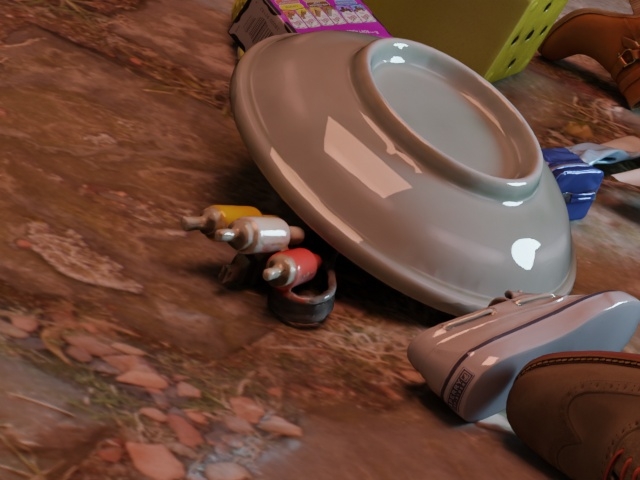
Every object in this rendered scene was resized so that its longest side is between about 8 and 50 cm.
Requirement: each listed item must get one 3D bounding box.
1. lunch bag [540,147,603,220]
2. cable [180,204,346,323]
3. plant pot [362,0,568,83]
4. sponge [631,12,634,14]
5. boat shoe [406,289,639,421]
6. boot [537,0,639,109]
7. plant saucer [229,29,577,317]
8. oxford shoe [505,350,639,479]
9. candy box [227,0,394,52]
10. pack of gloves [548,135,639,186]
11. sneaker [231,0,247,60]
[{"bbox_3d":[0.260,-0.058,2.014,0.098,0.067,0.065,-6,34,-44],"label":"lunch bag"},{"bbox_3d":[0.000,0.000,1.709,0.139,0.072,0.287,35,29,23],"label":"cable"},{"bbox_3d":[0.197,-0.315,2.369,0.187,0.212,0.212,40,30,15],"label":"plant pot"},{"bbox_3d":[0.500,-0.226,2.495,0.210,0.031,0.117,45,-7,44],"label":"sponge"},{"bbox_3d":[0.182,0.086,1.639,0.267,0.096,0.088,-20,48,-42],"label":"boat shoe"},{"bbox_3d":[0.389,-0.240,2.461,0.073,0.197,0.152,11,59,-56],"label":"boot"},{"bbox_3d":[0.106,-0.093,1.815,0.400,0.100,0.400,27,31,-18],"label":"plant saucer"},{"bbox_3d":[0.266,0.178,1.430,0.348,0.123,0.130,20,27,40],"label":"oxford shoe"},{"bbox_3d":[0.030,-0.176,2.023,0.159,0.071,0.233,-12,56,-48],"label":"candy box"},{"bbox_3d":[0.387,-0.109,2.175,0.195,0.046,0.232,16,19,38],"label":"pack of gloves"},{"bbox_3d":[-0.049,-0.269,2.172,0.091,0.126,0.240,7,26,-22],"label":"sneaker"}]
